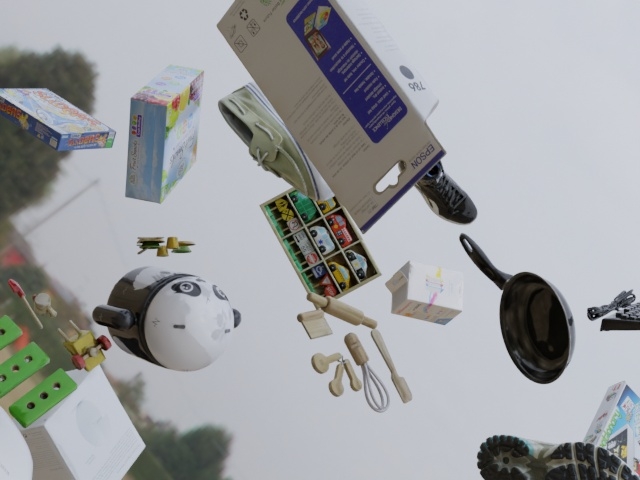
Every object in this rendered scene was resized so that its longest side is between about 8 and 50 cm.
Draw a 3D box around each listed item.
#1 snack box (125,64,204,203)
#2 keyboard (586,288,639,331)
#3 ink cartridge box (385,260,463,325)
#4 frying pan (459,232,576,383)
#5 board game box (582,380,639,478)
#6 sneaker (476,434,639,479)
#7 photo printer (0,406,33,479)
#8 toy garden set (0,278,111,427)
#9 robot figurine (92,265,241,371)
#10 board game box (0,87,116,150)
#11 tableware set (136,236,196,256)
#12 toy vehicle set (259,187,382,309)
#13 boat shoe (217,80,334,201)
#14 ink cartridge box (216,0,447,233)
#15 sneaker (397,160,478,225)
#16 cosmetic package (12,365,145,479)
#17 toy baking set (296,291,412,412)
[{"bbox_3d":[-0.259,-0.181,1.869,0.070,0.207,0.175,12,-65,8],"label":"snack box"},{"bbox_3d":[0.562,0.112,1.921,0.201,0.317,0.033,-5,-86,38],"label":"keyboard"},{"bbox_3d":[0.211,0.107,2.300,0.143,0.090,0.092,12,-27,-15],"label":"ink cartridge box"},{"bbox_3d":[0.348,0.127,1.985,0.326,0.053,0.197,38,-49,56],"label":"frying pan"},{"bbox_3d":[0.605,0.450,2.226,0.193,0.305,0.053,47,-42,-6],"label":"board game box"},{"bbox_3d":[0.409,0.379,1.849,0.283,0.110,0.122,11,-4,36],"label":"sneaker"},{"bbox_3d":[-0.563,0.392,1.807,0.256,0.107,0.308,68,11,-45],"label":"photo printer"},{"bbox_3d":[-0.493,0.174,1.863,0.244,0.204,0.049,41,-35,15],"label":"toy garden set"},{"bbox_3d":[-0.271,0.133,1.978,0.278,0.209,0.174,9,-45,53],"label":"robot figurine"},{"bbox_3d":[-0.488,-0.221,2.026,0.201,0.035,0.136,31,23,27],"label":"board game box"},{"bbox_3d":[-0.269,0.013,1.951,0.154,0.104,0.024,141,-53,-78],"label":"tableware set"},{"bbox_3d":[0.000,0.000,2.475,0.267,0.166,0.035,61,-2,2],"label":"toy vehicle set"},{"bbox_3d":[-0.078,-0.163,1.947,0.302,0.094,0.109,52,-19,38],"label":"boat shoe"},{"bbox_3d":[0.021,-0.188,1.332,0.165,0.065,0.333,-43,-107,37],"label":"ink cartridge box"},{"bbox_3d":[0.260,-0.114,2.418,0.217,0.079,0.121,40,-7,-2],"label":"sneaker"},{"bbox_3d":[-0.514,0.420,2.335,0.138,0.224,0.225,-16,-70,29],"label":"cosmetic package"},{"bbox_3d":[0.056,0.198,1.950,0.256,0.030,0.197,22,49,-37],"label":"toy baking set"}]
